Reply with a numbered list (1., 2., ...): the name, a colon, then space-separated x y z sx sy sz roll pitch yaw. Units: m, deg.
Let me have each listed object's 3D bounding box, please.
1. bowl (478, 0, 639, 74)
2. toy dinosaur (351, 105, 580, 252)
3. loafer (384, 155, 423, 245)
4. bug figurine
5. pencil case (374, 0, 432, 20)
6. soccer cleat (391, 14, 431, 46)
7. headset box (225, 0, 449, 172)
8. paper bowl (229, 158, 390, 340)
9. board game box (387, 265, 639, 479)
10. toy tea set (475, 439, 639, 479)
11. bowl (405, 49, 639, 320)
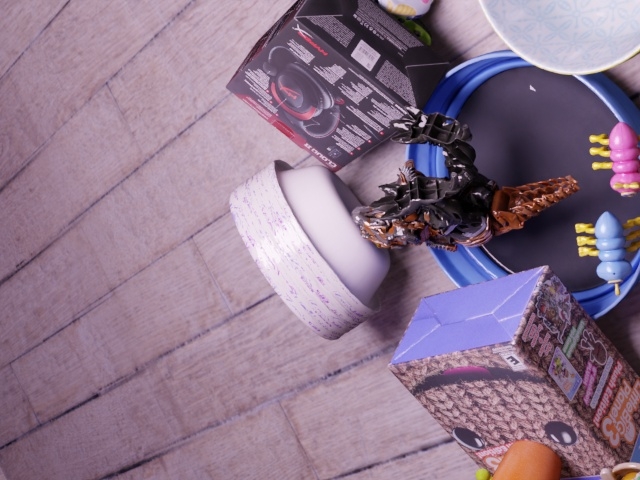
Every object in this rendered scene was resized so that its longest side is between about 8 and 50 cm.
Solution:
1. bowl: 0.336 -0.349 1.385 0.289 0.156 0.289 18 117 40
2. toy dinosaur: 0.180 -0.062 1.574 0.322 0.218 0.164 -26 48 21
3. loafer: 0.121 -0.069 1.792 0.061 0.062 0.170 41 130 30
4. bug figurine: 0.436 -0.052 1.406 0.279 0.072 0.216 -11 99 20
5. pencil case: 0.130 -0.436 1.572 0.113 0.124 0.273 40 130 24
6. soccer cleat: 0.089 -0.339 1.703 0.179 0.072 0.060 31 140 4
7. headset box: 0.011 -0.231 1.689 0.218 0.110 0.293 37 154 -12
8. paper bowl: 0.000 0.000 1.800 0.148 0.284 0.284 -34 81 10
9. board game box: 0.282 0.201 1.617 0.232 0.141 0.291 -19 121 46
10. toy tea set: 0.363 0.379 1.541 0.336 0.124 0.200 6 138 29
11. bowl: 0.293 -0.073 1.611 0.391 0.077 0.391 20 121 37
